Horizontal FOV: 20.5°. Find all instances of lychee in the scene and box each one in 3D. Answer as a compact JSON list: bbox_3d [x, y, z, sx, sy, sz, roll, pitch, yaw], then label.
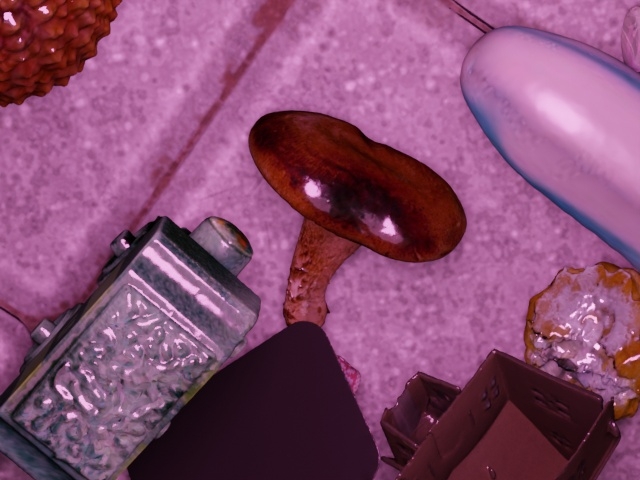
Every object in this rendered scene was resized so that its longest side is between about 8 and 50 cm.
[{"bbox_3d":[-0.297,-0.240,1.562,0.268,0.267,0.267,0,106,-1],"label":"lychee"}]

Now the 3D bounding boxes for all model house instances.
[{"bbox_3d":[0.170,0.250,1.757,0.211,0.204,0.243,-50,146,-20],"label":"model house"}]

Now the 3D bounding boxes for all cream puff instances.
[{"bbox_3d":[0.277,0.101,1.744,0.156,0.156,0.121,44,58,-12],"label":"cream puff"}]

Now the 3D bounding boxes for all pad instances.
[{"bbox_3d":[-0.073,0.211,1.743,0.267,0.004,0.181,-33,68,22],"label":"pad"}]

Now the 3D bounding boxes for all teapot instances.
[{"bbox_3d":[0.323,-0.185,1.692,0.064,0.064,0.083,-1,138,-8],"label":"teapot"}]

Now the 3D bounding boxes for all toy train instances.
[{"bbox_3d":[-0.177,0.109,1.669,0.167,0.238,0.299,40,100,-8],"label":"toy train"}]

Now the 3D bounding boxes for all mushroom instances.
[{"bbox_3d":[0.000,0.000,1.712,0.227,0.148,0.217,31,119,-4],"label":"mushroom"}]

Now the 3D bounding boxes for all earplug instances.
[{"bbox_3d":[0.275,-0.090,1.663,0.324,0.185,0.185,36,102,-5],"label":"earplug"}]

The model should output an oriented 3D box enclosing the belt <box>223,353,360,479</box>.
[{"bbox_3d":[-0.050,0.206,1.784,0.053,0.071,0.232,37,103,-20],"label":"belt"}]
